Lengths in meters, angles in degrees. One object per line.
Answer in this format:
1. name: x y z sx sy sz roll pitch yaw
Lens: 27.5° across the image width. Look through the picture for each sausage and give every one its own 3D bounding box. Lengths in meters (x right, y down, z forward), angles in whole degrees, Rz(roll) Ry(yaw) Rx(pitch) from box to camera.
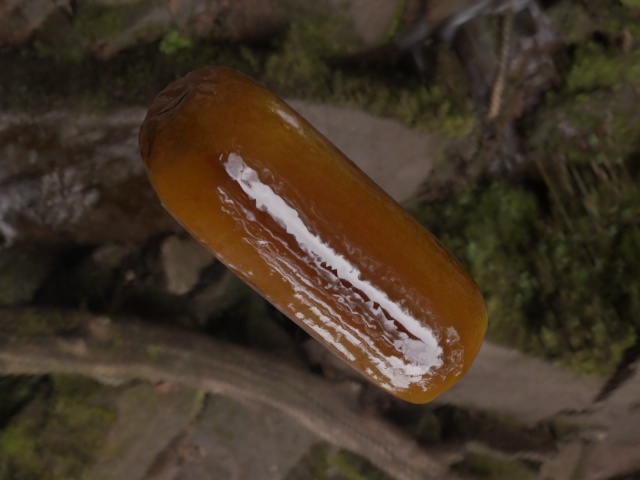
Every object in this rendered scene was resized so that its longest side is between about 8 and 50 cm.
1. sausage: 0.000 -0.001 0.823 0.105 0.105 0.274 -33 119 30
